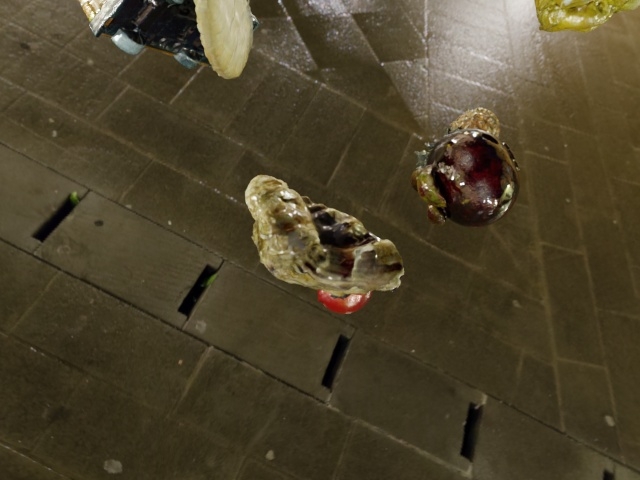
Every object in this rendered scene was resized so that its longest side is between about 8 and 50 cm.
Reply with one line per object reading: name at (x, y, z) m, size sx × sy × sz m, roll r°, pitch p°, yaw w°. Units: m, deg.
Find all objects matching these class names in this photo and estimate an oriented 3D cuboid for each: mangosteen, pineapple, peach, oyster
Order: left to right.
oyster at (0.002, -0.006, 0.803) m, size 0.294 × 0.094 × 0.166 m, roll 16°, pitch 67°, yaw 5°
peach at (0.077, 0.143, 1.562) m, size 0.197 × 0.197 × 0.197 m, roll 8°, pitch 60°, yaw -14°
pineapple at (0.433, -0.314, 1.566) m, size 0.310 × 0.170 × 0.141 m, roll -31°, pitch 92°, yaw -21°
mangosteen at (0.290, -0.117, 0.978) m, size 0.209 × 0.210 × 0.210 m, roll 8°, pitch 60°, yaw -14°

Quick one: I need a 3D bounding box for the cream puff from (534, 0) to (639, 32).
cream puff at (0.635, -0.668, 1.199) m, size 0.257 × 0.324 × 0.291 m, roll -30°, pitch 80°, yaw 17°

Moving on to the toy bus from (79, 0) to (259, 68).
toy bus at (-0.279, -0.447, 0.902) m, size 0.194 × 0.162 × 0.323 m, roll 58°, pitch 25°, yaw 6°

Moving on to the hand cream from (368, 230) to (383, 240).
hand cream at (0.184, -0.005, 1.601) m, size 0.093 × 0.019 × 0.030 m, roll 28°, pitch 19°, yaw -7°

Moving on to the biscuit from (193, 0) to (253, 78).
biscuit at (-0.148, -0.361, 0.785) m, size 0.040 × 0.265 × 0.188 m, roll 7°, pitch 91°, yaw 5°
